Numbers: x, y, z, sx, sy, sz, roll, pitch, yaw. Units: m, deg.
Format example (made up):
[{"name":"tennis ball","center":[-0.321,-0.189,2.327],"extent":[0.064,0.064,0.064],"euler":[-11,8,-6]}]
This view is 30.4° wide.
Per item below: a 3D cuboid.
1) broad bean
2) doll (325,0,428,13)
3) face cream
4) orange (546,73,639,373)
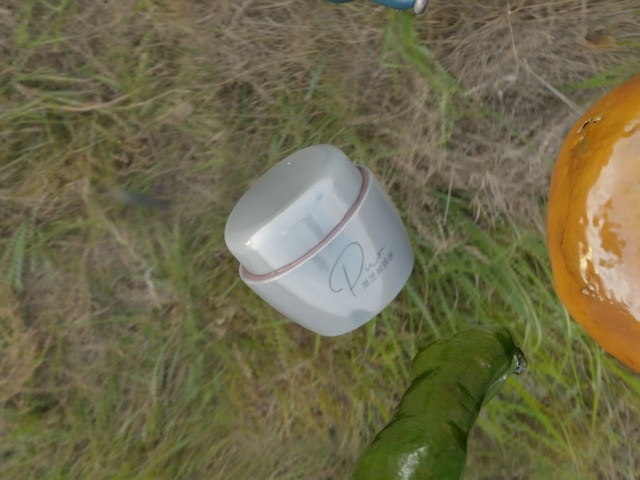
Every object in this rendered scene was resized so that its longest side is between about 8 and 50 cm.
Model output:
[{"name":"broad bean","center":[0.047,0.098,0.526],"extent":[0.053,0.256,0.052],"euler":[47,120,-3]},{"name":"doll","center":[0.039,-0.271,1.168],"extent":[0.152,0.114,0.085],"euler":[19,115,2]},{"name":"face cream","center":[0.000,0.000,0.820],"extent":[0.117,0.117,0.104],"euler":[-36,111,14]},{"name":"orange","center":[0.329,-0.015,0.988],"extent":[0.283,0.226,0.284],"euler":[-5,79,28]}]
